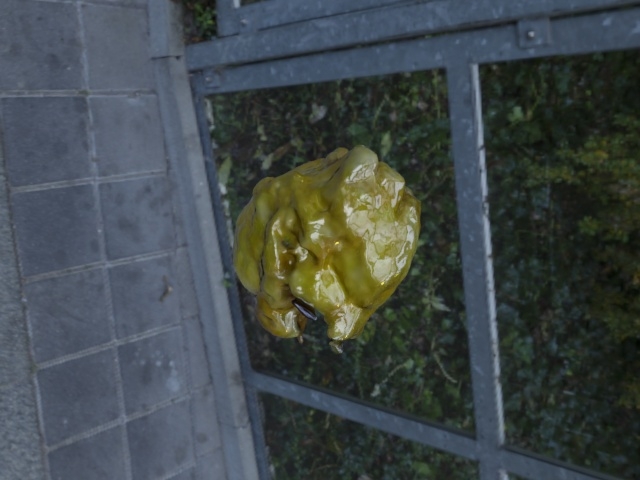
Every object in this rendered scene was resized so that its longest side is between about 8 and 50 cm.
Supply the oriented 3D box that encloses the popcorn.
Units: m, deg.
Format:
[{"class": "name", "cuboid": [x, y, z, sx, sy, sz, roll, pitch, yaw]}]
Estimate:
[{"class": "popcorn", "cuboid": [-0.001, 0.001, 0.743, 0.253, 0.190, 0.191, -62, -174, 18]}]
